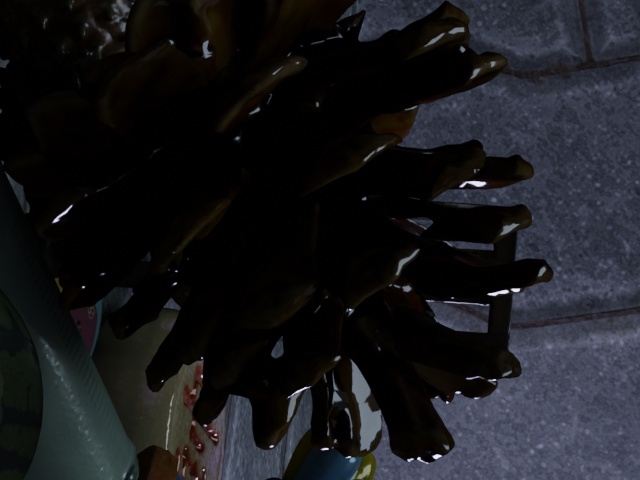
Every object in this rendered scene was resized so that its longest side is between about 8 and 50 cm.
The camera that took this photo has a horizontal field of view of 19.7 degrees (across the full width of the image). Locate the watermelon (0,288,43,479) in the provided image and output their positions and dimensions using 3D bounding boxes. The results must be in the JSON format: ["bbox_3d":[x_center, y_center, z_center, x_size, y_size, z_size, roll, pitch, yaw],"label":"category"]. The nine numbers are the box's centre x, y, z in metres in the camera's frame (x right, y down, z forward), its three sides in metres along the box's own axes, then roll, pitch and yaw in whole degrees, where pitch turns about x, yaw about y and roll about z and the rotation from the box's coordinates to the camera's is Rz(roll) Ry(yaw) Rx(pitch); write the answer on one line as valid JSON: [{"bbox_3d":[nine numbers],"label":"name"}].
[{"bbox_3d":[-0.263,0.090,1.034,0.212,0.212,0.212,2,90,-81],"label":"watermelon"}]

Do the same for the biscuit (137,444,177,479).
[{"bbox_3d":[-0.213,0.290,1.596,0.283,0.043,0.306,-67,-161,0],"label":"biscuit"}]

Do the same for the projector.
[{"bbox_3d":[-0.232,0.066,1.341,0.108,0.108,0.337,-77,155,-49],"label":"projector"}]

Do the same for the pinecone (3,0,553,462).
[{"bbox_3d":[-0.001,-0.015,1.274,0.384,0.385,0.384,2,90,-81],"label":"pinecone"}]

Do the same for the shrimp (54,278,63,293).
[{"bbox_3d":[-0.260,0.099,1.538,0.316,0.062,0.164,-74,171,-51],"label":"shrimp"}]

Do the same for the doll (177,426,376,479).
[{"bbox_3d":[-0.112,0.318,1.667,0.365,0.187,0.376,-51,-165,46],"label":"doll"}]

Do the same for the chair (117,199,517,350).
[{"bbox_3d":[0.000,0.000,1.998,0.240,0.416,0.203,71,23,-68],"label":"chair"}]

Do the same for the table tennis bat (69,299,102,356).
[{"bbox_3d":[-0.231,0.038,1.782,0.244,0.040,0.153,-70,160,-50],"label":"table tennis bat"}]

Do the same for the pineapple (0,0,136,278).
[{"bbox_3d":[-0.205,-0.127,1.485,0.141,0.170,0.310,41,44,-77],"label":"pineapple"}]

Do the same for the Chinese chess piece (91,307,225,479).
[{"bbox_3d":[-0.178,0.203,1.909,0.270,0.112,0.270,3,90,-80],"label":"Chinese chess piece"}]
